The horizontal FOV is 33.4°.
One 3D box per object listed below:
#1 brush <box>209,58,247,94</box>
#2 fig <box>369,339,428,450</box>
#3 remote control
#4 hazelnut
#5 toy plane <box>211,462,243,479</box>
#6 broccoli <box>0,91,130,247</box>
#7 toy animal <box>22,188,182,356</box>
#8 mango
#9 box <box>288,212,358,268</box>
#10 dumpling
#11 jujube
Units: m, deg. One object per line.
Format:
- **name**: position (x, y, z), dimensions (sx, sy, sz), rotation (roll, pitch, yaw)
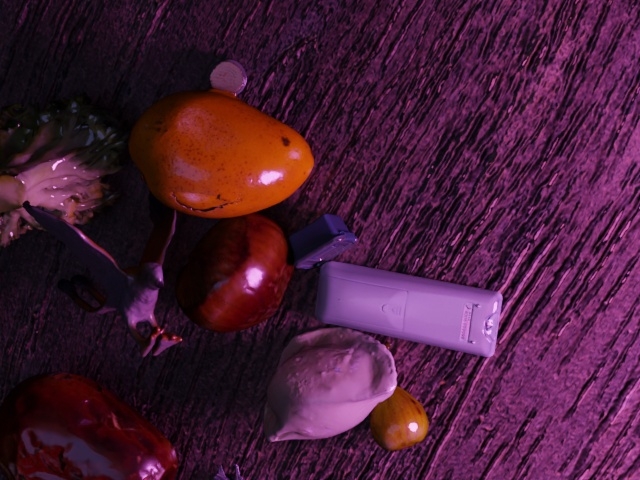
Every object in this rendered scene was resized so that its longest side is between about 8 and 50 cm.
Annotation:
- **brush**: position (-0.190, -0.172, 1.754), dimensions (0.062, 0.027, 0.266), rotation (24, 107, 3)
- **fig**: position (0.119, 0.253, 1.685), dimensions (0.093, 0.093, 0.166), rotation (-25, 51, 23)
- **remote control**: position (0.130, 0.106, 1.655), dimensions (0.293, 0.051, 0.103), rotation (10, 100, 19)
- **hazelnut**: position (-0.130, 0.054, 1.696), dimensions (0.178, 0.178, 0.204), rotation (27, 80, 16)
- **toy plane**: position (-0.149, 0.422, 1.826), dimensions (0.083, 0.031, 0.078), rotation (32, 108, 15)
- **broccoli**: position (-0.461, -0.104, 1.759), dimensions (0.248, 0.245, 0.288), rotation (27, 120, -4)
- **toy animal**: position (-0.336, 0.083, 1.718), dimensions (0.302, 0.225, 0.284), rotation (54, 142, 29)
- **mango**: position (-0.155, -0.126, 1.657), dimensions (0.290, 0.191, 0.160), rotation (6, 146, -3)
- **box**: position (0.000, 0.000, 1.683), dimensions (0.099, 0.074, 0.054), rotation (-32, 75, 22)
- **dumpling**: position (0.006, 0.216, 1.684), dimensions (0.252, 0.131, 0.179), rotation (-26, 43, 30)
- **jujube**: position (-0.406, 0.356, 1.831), dimensions (0.318, 0.223, 0.223), rotation (24, 106, 13)
